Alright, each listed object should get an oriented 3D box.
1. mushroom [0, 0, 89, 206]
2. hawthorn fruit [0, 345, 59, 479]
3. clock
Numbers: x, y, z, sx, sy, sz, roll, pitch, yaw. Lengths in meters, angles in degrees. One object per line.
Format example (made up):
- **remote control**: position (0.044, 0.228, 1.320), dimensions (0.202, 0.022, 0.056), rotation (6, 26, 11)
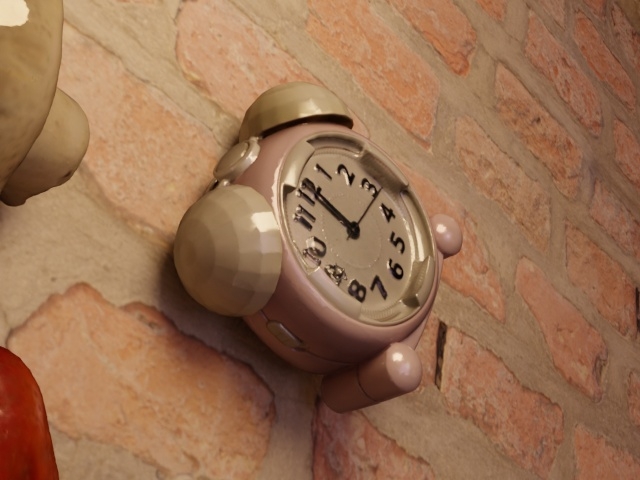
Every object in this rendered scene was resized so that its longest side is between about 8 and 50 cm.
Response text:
- **mushroom**: position (-0.318, -0.128, 0.714), dimensions (0.336, 0.314, 0.314), rotation (37, 43, -73)
- **hawthorn fruit**: position (-0.294, 0.149, 0.653), dimensions (0.211, 0.211, 0.299), rotation (24, 56, -43)
- **clock**: position (0.000, 0.000, 1.095), dimensions (0.326, 0.184, 0.342), rotation (45, 40, -24)
